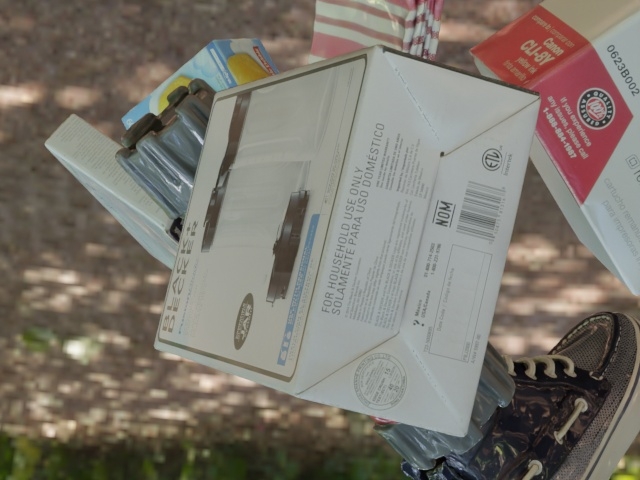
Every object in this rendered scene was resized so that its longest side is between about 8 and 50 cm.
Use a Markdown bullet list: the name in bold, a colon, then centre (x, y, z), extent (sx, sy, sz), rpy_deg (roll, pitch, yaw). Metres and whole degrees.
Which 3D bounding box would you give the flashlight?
- **flashlight**: centre (-0.001, 0.021, 1.074), extent (0.103, 0.103, 0.304), rpy_deg (-39, 106, 14)

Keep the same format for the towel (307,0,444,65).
- **towel**: centre (0.023, -0.096, 1.125), extent (0.029, 0.197, 0.144), rpy_deg (4, -168, -31)

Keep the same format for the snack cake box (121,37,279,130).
- **snack cake box**: centre (-0.074, -0.059, 1.646), extent (0.152, 0.264, 0.089), rpy_deg (-36, 169, 30)

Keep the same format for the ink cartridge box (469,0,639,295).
- **ink cartridge box**: centre (0.396, -0.174, 1.641), extent (0.385, 0.160, 0.279), rpy_deg (-34, 115, 2)

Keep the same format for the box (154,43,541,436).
- **box**: centre (0.000, 0.000, 0.845), extent (0.087, 0.169, 0.290), rpy_deg (14, 177, -18)

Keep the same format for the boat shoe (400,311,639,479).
- **boat shoe**: centre (0.191, 0.138, 1.413), extent (0.127, 0.340, 0.158), rpy_deg (-23, 113, 39)

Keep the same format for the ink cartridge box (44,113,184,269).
- **ink cartridge box**: centre (-0.118, 0.001, 1.427), extent (0.224, 0.045, 0.223), rpy_deg (36, 171, 34)
